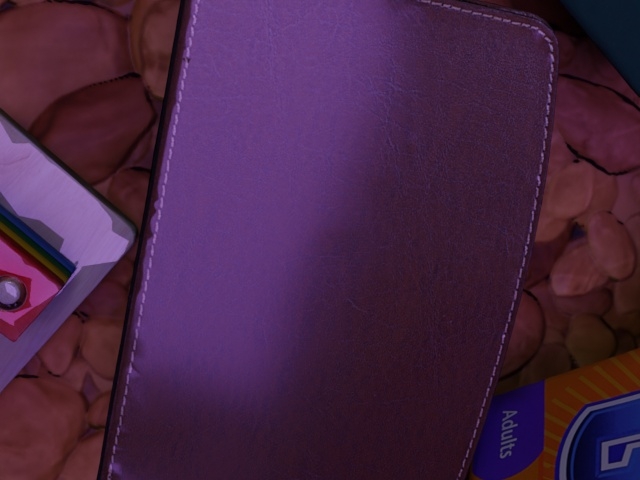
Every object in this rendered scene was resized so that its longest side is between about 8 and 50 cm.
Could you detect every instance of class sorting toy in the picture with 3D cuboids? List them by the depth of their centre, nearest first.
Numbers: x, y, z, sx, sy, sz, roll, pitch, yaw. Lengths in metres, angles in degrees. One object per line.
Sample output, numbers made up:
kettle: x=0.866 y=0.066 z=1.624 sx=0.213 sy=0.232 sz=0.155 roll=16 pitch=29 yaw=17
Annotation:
sorting toy: x=-0.292 y=0.012 z=0.581 sx=0.255 sy=0.089 sz=0.257 roll=42 pitch=94 yaw=-11

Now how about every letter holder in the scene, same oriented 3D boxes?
letter holder: x=0.000 y=0.000 z=0.583 sx=0.214 sy=0.152 sz=0.302 roll=10 pitch=99 yaw=-10

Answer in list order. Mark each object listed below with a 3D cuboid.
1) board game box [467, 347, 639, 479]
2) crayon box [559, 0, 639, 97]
board game box: x=0.301 y=0.268 z=0.476 sx=0.356 sy=0.356 sz=0.357 roll=-24 pitch=113 yaw=25
crayon box: x=0.221 y=-0.313 z=0.511 sx=0.363 sy=0.106 sz=0.313 roll=-39 pitch=106 yaw=22
